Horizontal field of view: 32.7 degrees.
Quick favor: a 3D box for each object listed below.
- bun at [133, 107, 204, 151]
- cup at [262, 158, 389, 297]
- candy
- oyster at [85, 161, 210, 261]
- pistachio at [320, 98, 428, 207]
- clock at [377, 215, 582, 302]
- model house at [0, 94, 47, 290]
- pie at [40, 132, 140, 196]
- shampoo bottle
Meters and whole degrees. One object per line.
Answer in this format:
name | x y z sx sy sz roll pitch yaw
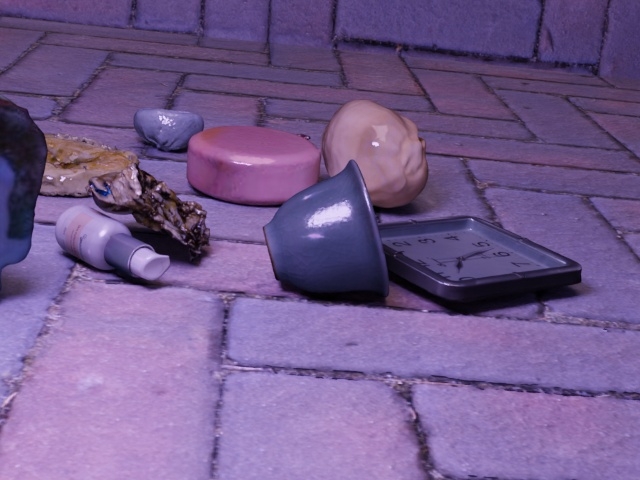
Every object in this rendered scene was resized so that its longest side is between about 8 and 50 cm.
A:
bun | -0.304 -0.220 2.176 0.140 0.083 0.141 8 9 -1
cup | 0.000 0.000 1.525 0.150 0.199 0.199 -14 21 -2
candy | -0.115 -0.139 1.971 0.255 0.094 0.255 6 19 -2
oyster | -0.255 -0.053 1.603 0.223 0.083 0.214 24 -8 48
pistachio | 0.089 -0.152 1.973 0.187 0.188 0.299 0 14 -18
clock | 0.216 0.029 1.661 0.278 0.049 0.273 -6 22 -32
model house | -0.576 -0.099 1.351 0.360 0.297 0.339 -11 32 -37
pie | -0.455 -0.138 1.924 0.274 0.055 0.274 6 19 -2
shampoo bottle | -0.292 0.009 1.522 0.192 0.074 0.074 25 26 38
